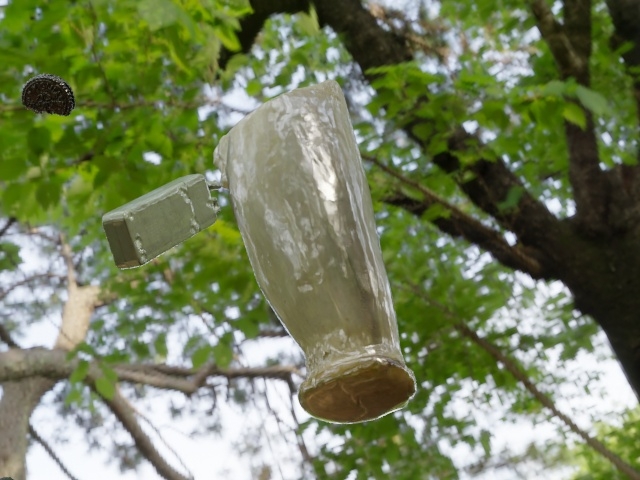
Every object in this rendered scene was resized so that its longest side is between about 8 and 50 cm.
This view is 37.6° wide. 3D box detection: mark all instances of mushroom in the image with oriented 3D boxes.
[{"bbox_3d":[-0.008,-0.003,1.005,0.154,0.407,0.137,6,-35,-30],"label":"mushroom"}]

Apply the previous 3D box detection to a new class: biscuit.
[{"bbox_3d":[-0.465,-0.243,1.609,0.087,0.027,0.089,-38,-79,17],"label":"biscuit"}]

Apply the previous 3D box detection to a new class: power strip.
[{"bbox_3d":[-0.241,-0.043,1.524,0.053,0.093,0.288,-10,13,28],"label":"power strip"}]

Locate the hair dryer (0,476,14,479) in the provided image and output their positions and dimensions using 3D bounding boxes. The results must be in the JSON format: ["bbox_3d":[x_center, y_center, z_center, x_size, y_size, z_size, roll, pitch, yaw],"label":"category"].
[{"bbox_3d":[-0.413,0.346,0.903,0.271,0.091,0.235,-35,6,35],"label":"hair dryer"}]
